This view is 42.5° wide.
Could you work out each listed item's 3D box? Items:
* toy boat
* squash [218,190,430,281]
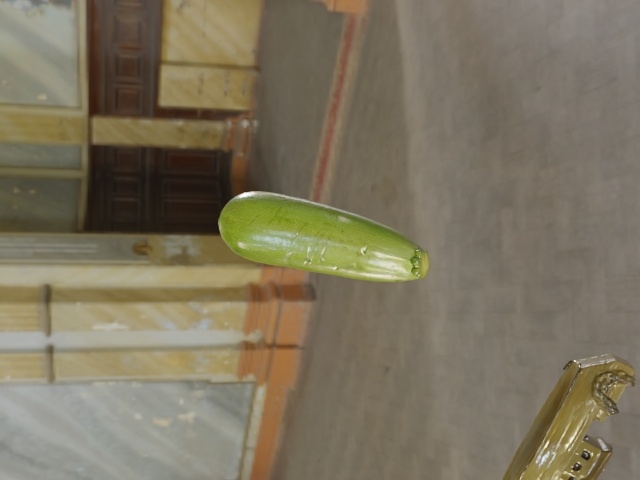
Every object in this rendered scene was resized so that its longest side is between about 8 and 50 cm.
[{"bbox_3d":[0.229,0.200,0.771,0.206,0.072,0.064,-63,-2,9],"label":"toy boat"},{"bbox_3d":[0.000,0.000,0.745,0.066,0.201,0.066,14,-90,-75],"label":"squash"}]
